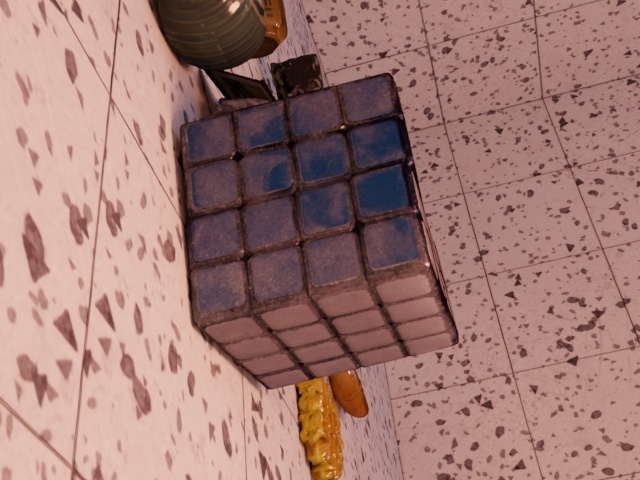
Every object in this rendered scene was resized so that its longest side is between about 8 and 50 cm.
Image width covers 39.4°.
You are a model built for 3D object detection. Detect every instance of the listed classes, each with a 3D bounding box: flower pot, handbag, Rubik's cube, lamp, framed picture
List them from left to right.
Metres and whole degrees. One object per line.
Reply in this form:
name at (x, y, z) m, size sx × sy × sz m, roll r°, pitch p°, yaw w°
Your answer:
flower pot at (-0.177, -0.381, 1.450) m, size 0.243 × 0.157 × 0.189 m, roll 55°, pitch 24°, yaw -66°
lamp at (-0.152, -0.474, 1.828) m, size 0.161 × 0.161 × 0.185 m, roll 50°, pitch 27°, yaw -73°
framed picture at (-0.111, -0.236, 1.612) m, size 0.195 × 0.010 × 0.199 m, roll 25°, pitch -20°, yaw 46°
handbag at (-0.005, -0.231, 2.239) m, size 0.316 × 0.180 × 0.416 m, roll 81°, pitch -4°, yaw -57°
Rubik's cube at (0.000, 0.000, 1.380) m, size 0.343 × 0.345 × 0.337 m, roll 60°, pitch 19°, yaw -61°

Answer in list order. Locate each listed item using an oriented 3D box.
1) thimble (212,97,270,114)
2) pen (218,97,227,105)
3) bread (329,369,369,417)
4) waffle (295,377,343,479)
thimble at (-0.116, -0.170, 1.537) m, size 0.118 × 0.151 × 0.127 m, roll 67°, pitch 42°, yaw -59°
pen at (-0.171, -0.181, 1.641) m, size 0.025 × 0.025 × 0.204 m, roll 65°, pitch 13°, yaw -57°
bread at (0.065, 0.360, 2.227) m, size 0.114 × 0.077 × 0.189 m, roll -152°, pitch -135°, yaw -73°
waffle at (0.008, 0.398, 1.801) m, size 0.229 × 0.057 × 0.219 m, roll 70°, pitch 10°, yaw -46°
